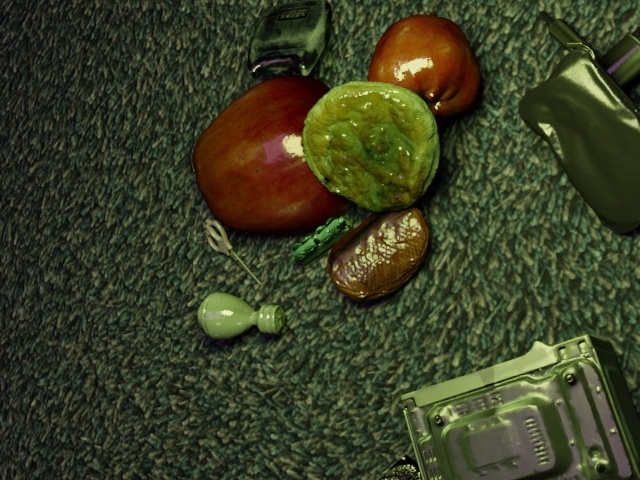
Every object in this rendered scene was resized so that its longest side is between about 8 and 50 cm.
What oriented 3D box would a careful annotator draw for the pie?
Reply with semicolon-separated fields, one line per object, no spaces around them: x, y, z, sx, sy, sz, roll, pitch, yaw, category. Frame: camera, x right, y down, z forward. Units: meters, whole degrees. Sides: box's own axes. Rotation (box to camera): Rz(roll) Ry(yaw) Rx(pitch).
0.094;-0.180;1.742;0.277;0.078;0.277;7;121;11;pie

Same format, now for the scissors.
-0.193;0.031;2.026;0.015;0.100;0.189;-37;74;-30;scissors

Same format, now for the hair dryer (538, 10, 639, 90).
0.511;-0.380;1.727;0.195;0.078;0.248;-43;58;13;hair dryer

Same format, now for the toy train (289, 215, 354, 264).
0.000;0.000;1.917;0.148;0.071;0.038;-35;68;17;toy train

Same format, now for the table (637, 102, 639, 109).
0.595;-0.195;1.644;0.083;0.062;0.079;42;101;27;table

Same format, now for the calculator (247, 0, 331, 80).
-0.067;-0.448;1.999;0.177;0.040;0.268;-3;45;18;calculator

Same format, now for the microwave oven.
0.356;0.339;1.578;0.355;0.218;0.286;-22;69;23;microwave oven

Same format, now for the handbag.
0.497;-0.183;1.626;0.332;0.075;0.191;56;137;11;handbag

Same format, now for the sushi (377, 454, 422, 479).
0.166;0.470;1.749;0.083;0.056;0.085;-48;62;4;sushi

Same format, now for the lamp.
-0.173;0.165;1.967;0.193;0.106;0.106;1;80;17;lamp

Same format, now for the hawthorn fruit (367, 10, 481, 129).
0.204;-0.347;1.811;0.224;0.224;0.260;-13;54;25;hawthorn fruit

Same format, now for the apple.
-0.095;-0.178;1.978;0.365;0.295;0.328;-23;33;21;apple

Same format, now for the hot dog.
0.120;0.018;1.833;0.227;0.099;0.160;-38;66;15;hot dog
